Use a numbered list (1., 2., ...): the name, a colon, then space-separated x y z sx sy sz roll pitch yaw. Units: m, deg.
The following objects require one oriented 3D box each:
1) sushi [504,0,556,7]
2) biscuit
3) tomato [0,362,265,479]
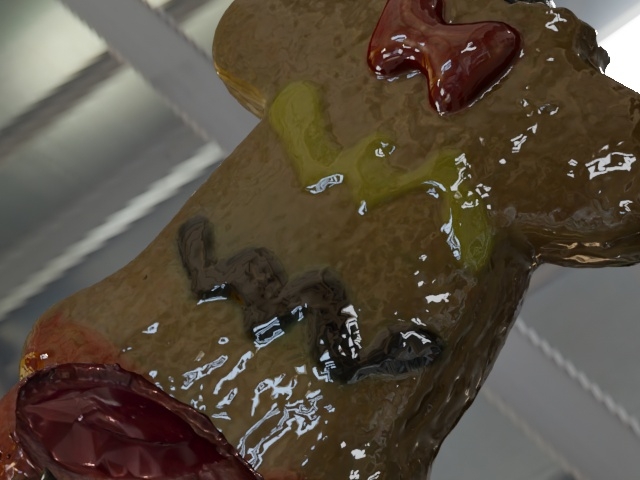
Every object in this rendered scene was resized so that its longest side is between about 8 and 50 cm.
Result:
1. sushi: 0.090 -0.130 1.328 0.147 0.115 0.212 -39 -10 -37
2. biscuit: 0.000 0.000 1.106 0.394 0.368 0.076 -52 -38 -7
3. tomato: -0.097 0.154 0.909 0.099 0.189 0.173 -49 -29 20
